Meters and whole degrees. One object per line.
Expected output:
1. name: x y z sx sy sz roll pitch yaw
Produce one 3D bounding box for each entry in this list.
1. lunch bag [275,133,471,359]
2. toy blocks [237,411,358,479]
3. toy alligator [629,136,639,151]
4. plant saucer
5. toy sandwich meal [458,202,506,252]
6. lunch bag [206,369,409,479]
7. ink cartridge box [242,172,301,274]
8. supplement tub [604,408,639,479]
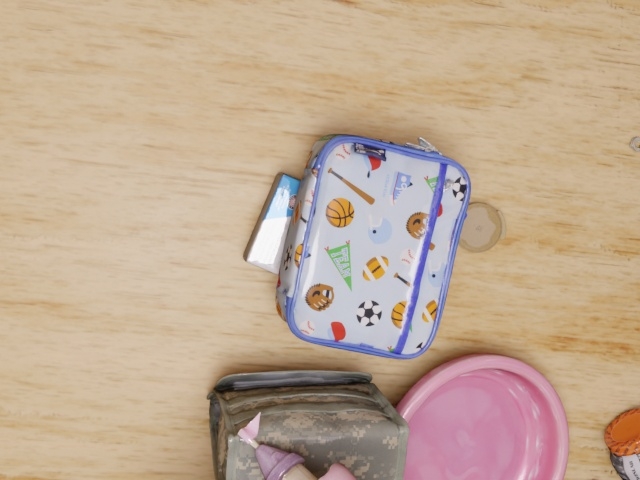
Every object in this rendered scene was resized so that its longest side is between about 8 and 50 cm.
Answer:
1. lunch bag: 0.078 0.003 1.140 0.243 0.115 0.304 13 94 -14
2. toy blocks: -0.067 0.378 0.896 0.260 0.309 0.288 35 70 24
3. toy alligator: 0.590 -0.153 1.315 0.189 0.051 0.056 -2 95 -9
4. plant saucer: 0.221 0.327 1.262 0.331 0.084 0.333 -4 100 -23
5. toy sandwich meal: 0.245 -0.021 1.287 0.085 0.029 0.086 -1 98 -5
6. lunch bag: -0.030 0.268 1.143 0.235 0.287 0.169 1 100 -13
7. ink cartridge box: 0.000 0.000 1.223 0.190 0.082 0.140 23 91 -10
8. supplement tub: 0.544 0.369 1.327 0.117 0.117 0.190 -39 100 -4
